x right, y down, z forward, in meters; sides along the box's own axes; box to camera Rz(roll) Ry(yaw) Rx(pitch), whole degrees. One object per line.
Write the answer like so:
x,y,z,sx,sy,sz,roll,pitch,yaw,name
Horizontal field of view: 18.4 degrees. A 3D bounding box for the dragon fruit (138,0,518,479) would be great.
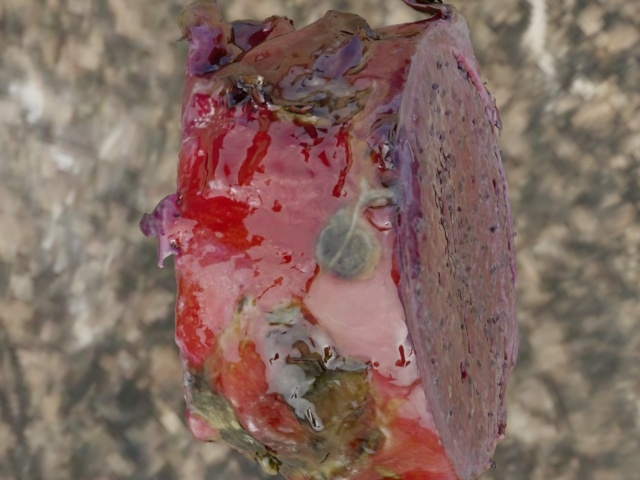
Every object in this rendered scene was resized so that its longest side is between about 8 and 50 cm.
0.000,0.000,0.869,0.147,0.211,0.282,-7,77,18,dragon fruit
